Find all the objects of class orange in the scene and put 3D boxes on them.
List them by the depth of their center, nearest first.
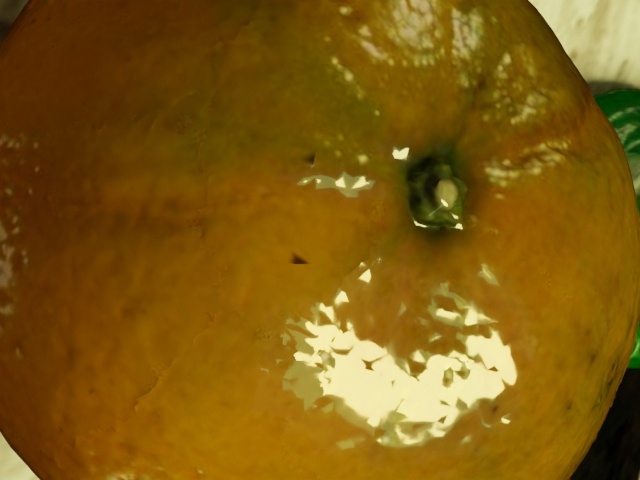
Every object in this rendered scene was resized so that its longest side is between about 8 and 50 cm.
[{"bbox_3d":[0.000,0.000,0.625,0.240,0.171,0.240,6,79,-32],"label":"orange"}]

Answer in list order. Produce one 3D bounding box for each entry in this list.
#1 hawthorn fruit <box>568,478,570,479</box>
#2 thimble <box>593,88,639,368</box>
[{"bbox_3d":[0.005,0.105,0.764,0.203,0.162,0.162,27,98,-43],"label":"hawthorn fruit"},{"bbox_3d":[0.142,-0.008,0.863,0.118,0.090,0.130,-51,141,0],"label":"thimble"}]
